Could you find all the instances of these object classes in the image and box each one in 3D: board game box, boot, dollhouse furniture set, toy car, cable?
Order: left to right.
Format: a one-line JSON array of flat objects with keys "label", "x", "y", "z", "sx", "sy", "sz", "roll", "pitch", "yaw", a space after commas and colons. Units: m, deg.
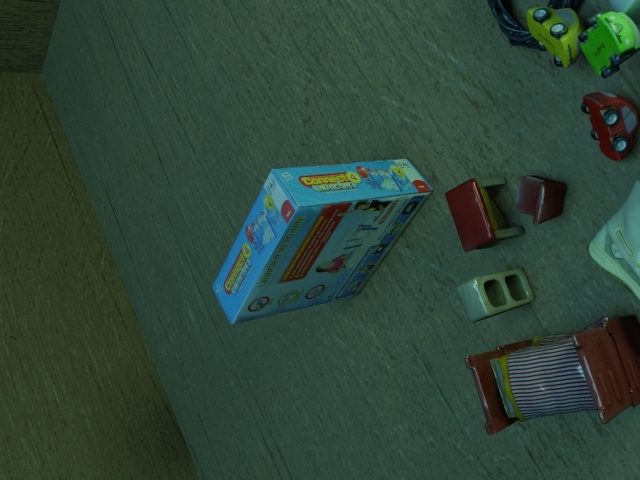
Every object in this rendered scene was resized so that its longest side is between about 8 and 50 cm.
[{"label": "board game box", "x": 0.000, "y": 0.000, "z": 1.266, "sx": 0.086, "sy": 0.302, "sz": 0.308, "roll": 57, "pitch": 135, "yaw": 27}, {"label": "dollhouse furniture set", "x": 0.298, "y": 0.071, "z": 1.027, "sx": 0.201, "sy": 0.152, "sz": 0.374, "roll": -30, "pitch": 74, "yaw": 50}, {"label": "cable", "x": 0.307, "y": -0.366, "z": 1.025, "sx": 0.150, "sy": 0.047, "sz": 0.185, "roll": -16, "pitch": 89, "yaw": 43}, {"label": "toy car", "x": 0.348, "y": -0.225, "z": 0.886, "sx": 0.239, "sy": 0.053, "sz": 0.225, "roll": 61, "pitch": -177, "yaw": 7}, {"label": "boot", "x": 0.452, "y": 0.008, "z": 0.887, "sx": 0.213, "sy": 0.077, "sz": 0.165, "roll": 48, "pitch": 129, "yaw": 38}]

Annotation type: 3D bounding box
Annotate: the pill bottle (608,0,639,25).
[{"label": "pill bottle", "x": 0.355, "y": -0.405, "z": 0.865, "sx": 0.152, "sy": 0.152, "sz": 0.272, "roll": -39, "pitch": 66, "yaw": 47}]
